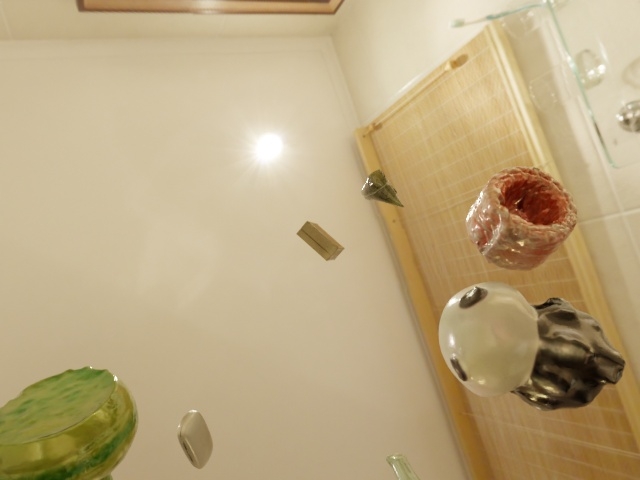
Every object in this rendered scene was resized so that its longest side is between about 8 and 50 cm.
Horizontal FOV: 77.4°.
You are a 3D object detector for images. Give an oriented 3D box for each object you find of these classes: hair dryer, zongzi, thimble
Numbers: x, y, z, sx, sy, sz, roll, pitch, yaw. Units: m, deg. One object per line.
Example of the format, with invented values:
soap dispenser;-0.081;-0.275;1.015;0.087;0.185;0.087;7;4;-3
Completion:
hair dryer;0.159;0.639;1.010;0.238;0.206;0.075;2;-74;-19
zongzi;0.152;-0.105;0.971;0.052;0.104;0.113;-37;-100;-14
thimble;0.497;-0.053;1.003;0.240;0.162;0.238;3;-123;-5

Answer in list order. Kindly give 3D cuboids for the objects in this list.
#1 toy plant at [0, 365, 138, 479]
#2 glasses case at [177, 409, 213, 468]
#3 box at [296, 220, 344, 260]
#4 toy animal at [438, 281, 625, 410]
toy plant;-0.340;0.364;0.573;0.185;0.224;0.315;-18;-68;-40
glasses case;-0.397;0.637;1.276;0.092;0.059;0.233;-62;-29;-51
box;0.000;0.000;0.765;0.083;0.079;0.035;42;-83;9
toy animal;0.348;0.190;0.729;0.267;0.212;0.212;16;-111;6
